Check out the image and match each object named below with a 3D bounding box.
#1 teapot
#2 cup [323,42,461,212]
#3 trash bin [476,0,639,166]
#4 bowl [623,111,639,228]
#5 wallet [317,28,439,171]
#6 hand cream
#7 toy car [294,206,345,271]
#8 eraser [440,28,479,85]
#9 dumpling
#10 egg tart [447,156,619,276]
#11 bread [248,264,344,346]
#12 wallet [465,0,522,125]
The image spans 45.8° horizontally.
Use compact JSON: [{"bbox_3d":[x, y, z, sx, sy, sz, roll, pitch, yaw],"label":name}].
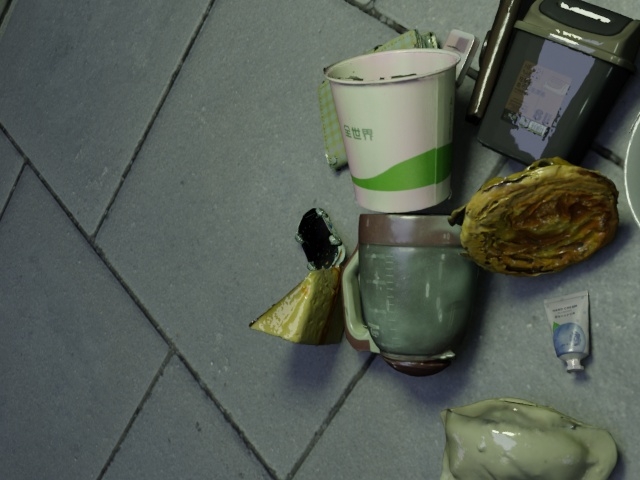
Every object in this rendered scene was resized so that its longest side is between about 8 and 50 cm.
[{"bbox_3d":[0.156,0.100,1.478,0.314,0.233,0.313,5,93,48],"label":"teapot"},{"bbox_3d":[0.144,-0.208,1.426,0.253,0.253,0.274,12,120,39],"label":"cup"},{"bbox_3d":[0.418,-0.272,1.336,0.209,0.182,0.291,30,109,26],"label":"trash bin"},{"bbox_3d":[0.649,-0.108,1.129,0.345,0.157,0.346,-15,69,45],"label":"bowl"},{"bbox_3d":[0.123,-0.300,1.628,0.309,0.077,0.224,-19,81,41],"label":"wallet"},{"bbox_3d":[0.443,0.163,1.348,0.084,0.053,0.142,-18,63,37],"label":"hand cream"},{"bbox_3d":[0.000,0.000,1.697,0.095,0.056,0.205,-52,32,19],"label":"toy car"},{"bbox_3d":[0.278,-0.376,1.558,0.065,0.026,0.105,32,104,34],"label":"eraser"},{"bbox_3d":[0.334,0.395,1.311,0.318,0.187,0.243,3,83,36],"label":"dumpling"},{"bbox_3d":[0.359,-0.051,1.296,0.297,0.297,0.132,-34,46,31],"label":"egg tart"},{"bbox_3d":[-0.029,0.123,1.607,0.135,0.240,0.178,17,91,24],"label":"bread"},{"bbox_3d":[0.332,-0.372,1.431,0.042,0.165,0.310,16,95,2],"label":"wallet"}]
